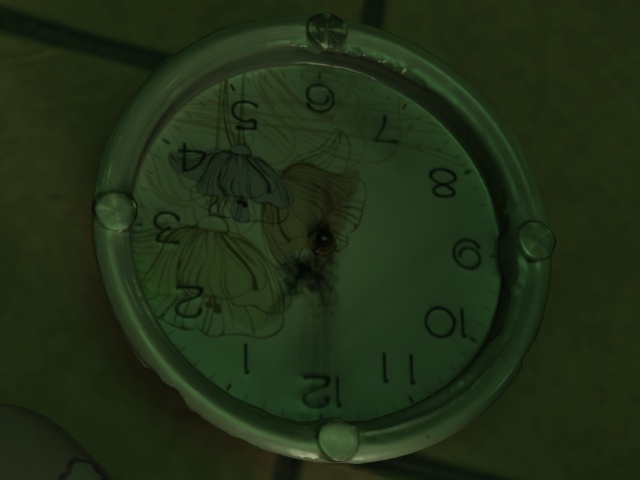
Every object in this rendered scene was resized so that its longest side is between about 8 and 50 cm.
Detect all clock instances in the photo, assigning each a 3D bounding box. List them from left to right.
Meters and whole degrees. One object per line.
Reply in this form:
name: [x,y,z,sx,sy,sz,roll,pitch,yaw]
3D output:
clock: [0.000,0.000,0.919,0.236,0.053,0.236,5,70,-15]

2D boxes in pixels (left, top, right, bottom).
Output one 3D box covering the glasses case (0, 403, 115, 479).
glasses case: [-0.085,0.201,0.816,0.297,0.075,0.113,46,66,4]
